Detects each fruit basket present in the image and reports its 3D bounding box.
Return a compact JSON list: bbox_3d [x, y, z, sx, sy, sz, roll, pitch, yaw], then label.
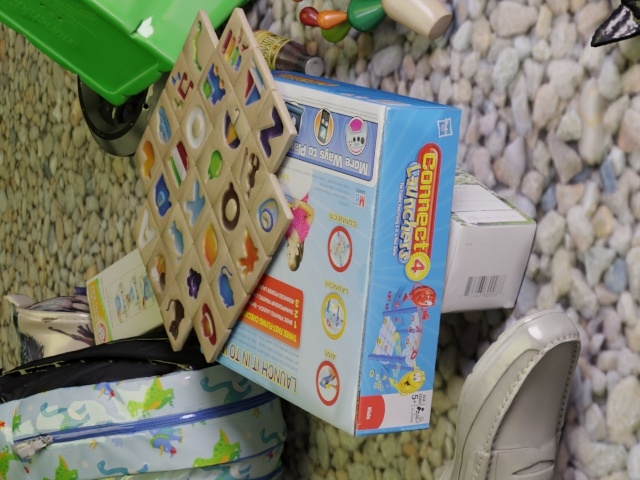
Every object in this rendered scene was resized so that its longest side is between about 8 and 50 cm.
[{"bbox_3d":[-0.232,-0.404,1.889,0.283,0.392,0.392,-22,73,54],"label":"fruit basket"}]

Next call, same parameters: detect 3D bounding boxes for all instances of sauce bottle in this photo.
[{"bbox_3d":[-0.040,-0.210,1.815,0.128,0.042,0.042,26,112,52],"label":"sauce bottle"}]

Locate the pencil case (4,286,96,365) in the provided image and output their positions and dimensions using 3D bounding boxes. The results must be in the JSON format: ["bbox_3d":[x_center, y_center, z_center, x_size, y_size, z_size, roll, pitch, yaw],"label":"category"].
[{"bbox_3d":[-0.349,0.274,2.190,0.183,0.160,0.410,13,103,36],"label":"pencil case"}]

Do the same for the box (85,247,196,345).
[{"bbox_3d":[-0.198,0.072,1.998,0.203,0.114,0.103,-28,70,54],"label":"box"}]

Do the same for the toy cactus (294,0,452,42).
[{"bbox_3d":[0.064,-0.269,1.628,0.180,0.112,0.219,45,127,22],"label":"toy cactus"}]

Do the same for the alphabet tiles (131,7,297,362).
[{"bbox_3d":[-0.117,-0.056,1.645,0.342,0.011,0.285,-60,43,41],"label":"alphabet tiles"}]

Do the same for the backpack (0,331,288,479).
[{"bbox_3d":[-0.205,0.217,1.876,0.355,0.290,0.273,-26,78,28],"label":"backpack"}]

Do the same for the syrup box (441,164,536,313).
[{"bbox_3d":[0.097,-0.025,1.570,0.237,0.093,0.096,40,124,48],"label":"syrup box"}]

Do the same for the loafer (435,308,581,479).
[{"bbox_3d":[0.176,0.204,1.459,0.111,0.112,0.319,47,137,38],"label":"loafer"}]

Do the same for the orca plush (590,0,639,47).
[{"bbox_3d":[0.211,-0.306,1.374,0.151,0.102,0.287,-19,76,58],"label":"orca plush"}]

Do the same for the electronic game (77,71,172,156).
[{"bbox_3d":[-0.258,-0.226,2.134,0.229,0.048,0.229,-3,86,52],"label":"electronic game"}]

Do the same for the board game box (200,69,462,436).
[{"bbox_3d":[0.000,0.000,1.551,0.308,0.086,0.302,22,110,56],"label":"board game box"}]
